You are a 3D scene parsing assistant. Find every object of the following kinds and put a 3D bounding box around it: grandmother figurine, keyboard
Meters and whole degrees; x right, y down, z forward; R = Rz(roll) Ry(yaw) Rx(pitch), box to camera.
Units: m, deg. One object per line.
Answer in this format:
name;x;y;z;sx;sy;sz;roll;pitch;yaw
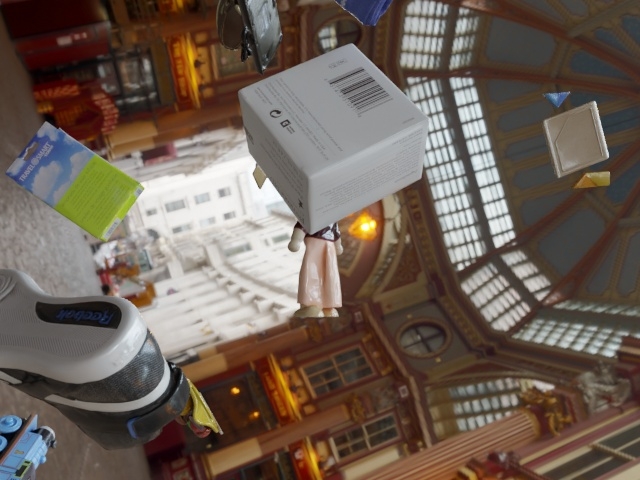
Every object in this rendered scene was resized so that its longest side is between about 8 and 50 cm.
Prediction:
grandmother figurine;0.000;0.000;1.414;0.207;0.103;0.343;15;75;-69
keyboard;-0.096;-0.320;0.920;0.023;0.108;0.180;20;-20;13

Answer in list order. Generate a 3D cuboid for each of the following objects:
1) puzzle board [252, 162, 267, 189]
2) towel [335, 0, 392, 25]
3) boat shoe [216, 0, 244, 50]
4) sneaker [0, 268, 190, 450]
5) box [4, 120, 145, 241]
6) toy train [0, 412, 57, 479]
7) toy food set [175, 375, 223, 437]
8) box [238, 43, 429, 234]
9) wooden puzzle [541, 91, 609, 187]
puzzle board;-0.107;-0.177;1.301;0.011;0.128;0.096;24;-12;9
towel;0.002;-0.440;0.705;0.336;0.040;0.243;46;-46;11
boat shoe;-0.174;-0.517;1.367;0.258;0.095;0.095;118;-21;-46
sneaker;-0.190;0.094;0.448;0.216;0.079;0.121;7;-45;33
box;-0.380;-0.091;0.973;0.178;0.109;0.042;34;-9;2
toy train;-0.522;0.371;1.054;0.184;0.105;0.080;-81;-174;-67
toy food set;-0.278;0.370;1.333;0.128;0.071;0.218;54;-15;22
box;0.015;-0.137;0.824;0.181;0.181;0.119;53;-19;30
wooden puzzle;0.283;-0.111;0.695;0.014;0.078;0.117;-151;-133;-74
